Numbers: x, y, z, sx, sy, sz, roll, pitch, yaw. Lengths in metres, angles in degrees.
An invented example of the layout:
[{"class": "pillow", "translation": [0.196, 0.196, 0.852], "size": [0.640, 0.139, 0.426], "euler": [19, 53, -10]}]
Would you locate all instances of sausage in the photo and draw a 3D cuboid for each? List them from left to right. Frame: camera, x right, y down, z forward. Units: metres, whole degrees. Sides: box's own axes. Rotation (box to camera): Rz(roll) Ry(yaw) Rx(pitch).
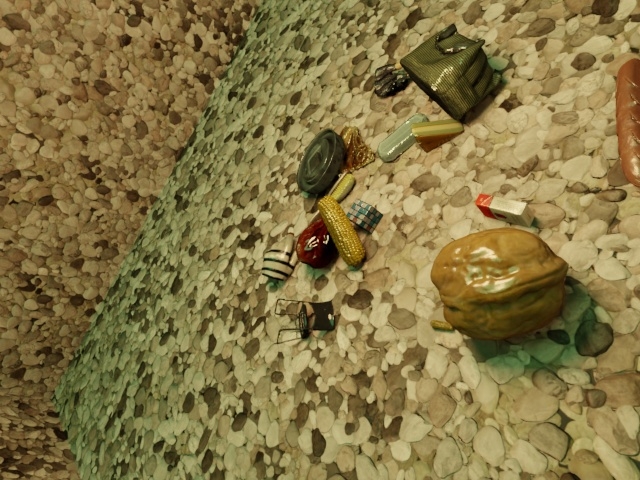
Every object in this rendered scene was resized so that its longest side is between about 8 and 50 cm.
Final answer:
[{"class": "sausage", "translation": [0.883, -0.331, 1.191], "size": [0.088, 0.088, 0.433], "euler": [-7, 64, 39]}]

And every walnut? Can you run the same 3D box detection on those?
[{"class": "walnut", "translation": [0.491, 0.113, 1.162], "size": [0.344, 0.306, 0.306], "euler": [-25, 54, 32]}]

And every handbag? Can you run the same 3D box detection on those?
[{"class": "handbag", "translation": [0.486, -0.631, 1.575], "size": [0.240, 0.247, 0.341], "euler": [-42, 41, 16]}]

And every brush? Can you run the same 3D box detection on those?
[{"class": "brush", "translation": [0.050, -0.168, 1.856], "size": [0.067, 0.072, 0.313], "euler": [43, 100, 31]}]

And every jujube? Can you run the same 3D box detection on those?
[{"class": "jujube", "translation": [0.000, 0.000, 1.744], "size": [0.168, 0.168, 0.236], "euler": [24, 80, 45]}]

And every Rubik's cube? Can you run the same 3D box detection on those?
[{"class": "Rubik's cube", "translation": [0.174, -0.097, 1.686], "size": [0.092, 0.092, 0.092], "euler": [34, 92, 45]}]

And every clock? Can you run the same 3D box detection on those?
[{"class": "clock", "translation": [-0.002, -0.359, 1.942], "size": [0.312, 0.061, 0.312], "euler": [-37, 42, 43]}]

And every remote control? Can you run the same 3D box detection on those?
[{"class": "remote control", "translation": [0.337, -0.423, 1.742], "size": [0.247, 0.052, 0.104], "euler": [-40, 49, 16]}]

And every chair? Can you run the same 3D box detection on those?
[{"class": "chair", "translation": [-0.065, 0.317, 1.683], "size": [0.145, 0.221, 0.140], "euler": [106, 160, -56]}]

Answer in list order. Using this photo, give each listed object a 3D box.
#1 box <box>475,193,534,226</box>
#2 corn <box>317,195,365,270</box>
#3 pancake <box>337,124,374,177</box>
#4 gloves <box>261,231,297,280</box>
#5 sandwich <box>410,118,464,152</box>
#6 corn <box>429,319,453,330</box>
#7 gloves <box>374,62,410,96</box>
[{"class": "box", "translation": [0.575, -0.095, 1.326], "size": [0.152, 0.100, 0.048], "euler": [26, 84, 45]}, {"class": "corn", "translation": [0.088, -0.033, 1.654], "size": [0.101, 0.101, 0.310], "euler": [-27, 86, 29]}, {"class": "pancake", "translation": [0.147, -0.403, 1.888], "size": [0.244, 0.057, 0.266], "euler": [15, 82, 46]}, {"class": "gloves", "translation": [-0.175, 0.063, 1.881], "size": [0.140, 0.131, 0.219], "euler": [14, 86, 35]}, {"class": "sandwich", "translation": [0.441, -0.423, 1.603], "size": [0.163, 0.113, 0.079], "euler": [-26, 54, 29]}, {"class": "corn", "translation": [0.386, 0.272, 1.355], "size": [0.083, 0.027, 0.028], "euler": [4, 51, 42]}, {"class": "gloves", "translation": [0.332, -0.706, 1.874], "size": [0.180, 0.106, 0.129], "euler": [3, 69, 12]}]
